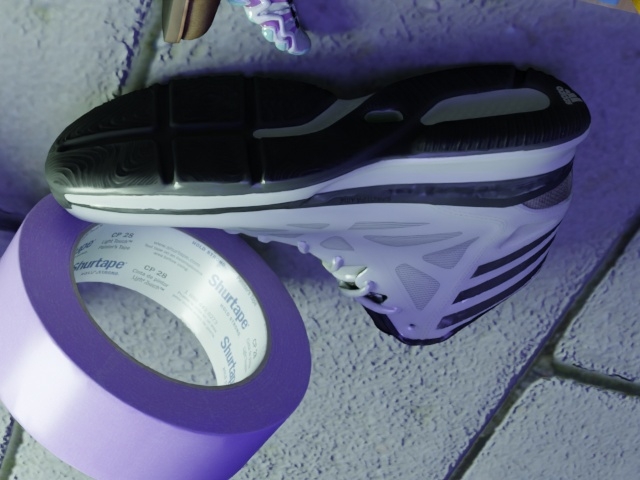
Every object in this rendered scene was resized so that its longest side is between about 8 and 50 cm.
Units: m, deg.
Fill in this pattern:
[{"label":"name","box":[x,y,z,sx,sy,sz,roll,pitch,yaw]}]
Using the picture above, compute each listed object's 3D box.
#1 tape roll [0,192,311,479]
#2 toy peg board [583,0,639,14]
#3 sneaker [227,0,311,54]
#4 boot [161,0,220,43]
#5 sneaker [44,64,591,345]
[{"label":"tape roll","box":[-0.145,0.077,0.952,0.275,0.275,0.090,24,123,-22]},{"label":"toy peg board","box":[0.289,-0.231,0.858,0.160,0.079,0.161,10,128,-12]},{"label":"sneaker","box":[-0.027,-0.196,0.889,0.069,0.038,0.098,-38,123,25]},{"label":"boot","box":[-0.032,-0.262,0.796,0.115,0.112,0.305,13,125,-24]},{"label":"sneaker","box":[0.001,0.001,0.969,0.447,0.169,0.257,-4,128,-4]}]
